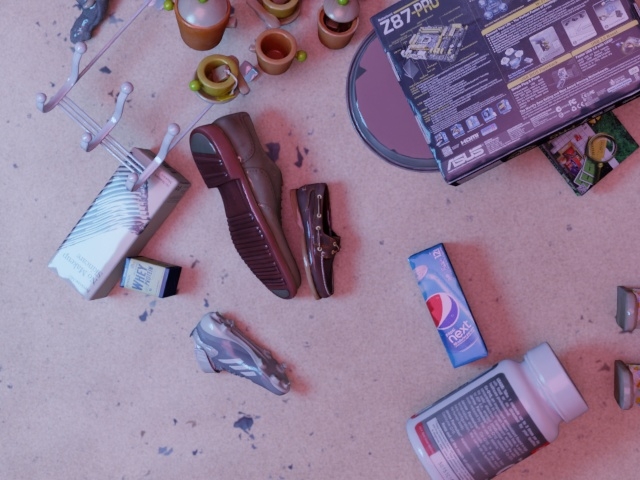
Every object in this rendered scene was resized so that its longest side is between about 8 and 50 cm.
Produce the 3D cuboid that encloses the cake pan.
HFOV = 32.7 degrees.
[{"bbox_3d":[0.186,-0.265,1.916,0.293,0.054,0.293,0,93,8],"label":"cake pan"}]

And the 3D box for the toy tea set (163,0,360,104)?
[{"bbox_3d":[-0.096,-0.379,1.873,0.336,0.124,0.200,-24,72,-16],"label":"toy tea set"}]

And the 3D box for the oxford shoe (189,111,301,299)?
[{"bbox_3d":[-0.099,-0.064,1.933,0.130,0.123,0.348,-33,108,-33],"label":"oxford shoe"}]

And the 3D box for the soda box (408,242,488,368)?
[{"bbox_3d":[0.224,0.113,1.915,0.067,0.071,0.210,-23,89,8],"label":"soda box"}]

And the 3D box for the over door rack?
[{"bbox_3d":[-0.302,-0.279,1.906,0.239,0.108,0.324,42,75,6],"label":"over door rack"}]

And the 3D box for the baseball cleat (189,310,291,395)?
[{"bbox_3d":[-0.149,0.223,1.985,0.206,0.072,0.109,45,111,9],"label":"baseball cleat"}]

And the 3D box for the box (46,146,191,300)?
[{"bbox_3d":[-0.365,-0.030,1.983,0.113,0.094,0.275,37,96,5],"label":"box"}]

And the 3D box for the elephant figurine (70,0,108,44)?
[{"bbox_3d":[-0.401,-0.498,1.951,0.239,0.169,0.186,-21,60,24],"label":"elephant figurine"}]

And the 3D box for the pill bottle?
[{"bbox_3d":[0.303,0.305,1.867,0.283,0.161,0.161,-33,87,8],"label":"pill bottle"}]

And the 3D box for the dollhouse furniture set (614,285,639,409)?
[{"bbox_3d":[0.675,0.098,1.757,0.362,0.256,0.394,1,92,8],"label":"dollhouse furniture set"}]

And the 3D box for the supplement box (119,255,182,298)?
[{"bbox_3d":[-0.307,0.066,1.984,0.083,0.083,0.056,15,93,9],"label":"supplement box"}]

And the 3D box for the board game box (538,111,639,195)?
[{"bbox_3d":[0.414,-0.217,1.868,0.136,0.030,0.260,-41,95,-4],"label":"board game box"}]

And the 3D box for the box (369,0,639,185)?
[{"bbox_3d":[0.320,-0.313,1.783,0.395,0.097,0.318,-27,83,15],"label":"box"}]

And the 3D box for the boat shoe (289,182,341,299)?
[{"bbox_3d":[0.000,0.000,1.943,0.073,0.073,0.207,-12,91,10],"label":"boat shoe"}]
